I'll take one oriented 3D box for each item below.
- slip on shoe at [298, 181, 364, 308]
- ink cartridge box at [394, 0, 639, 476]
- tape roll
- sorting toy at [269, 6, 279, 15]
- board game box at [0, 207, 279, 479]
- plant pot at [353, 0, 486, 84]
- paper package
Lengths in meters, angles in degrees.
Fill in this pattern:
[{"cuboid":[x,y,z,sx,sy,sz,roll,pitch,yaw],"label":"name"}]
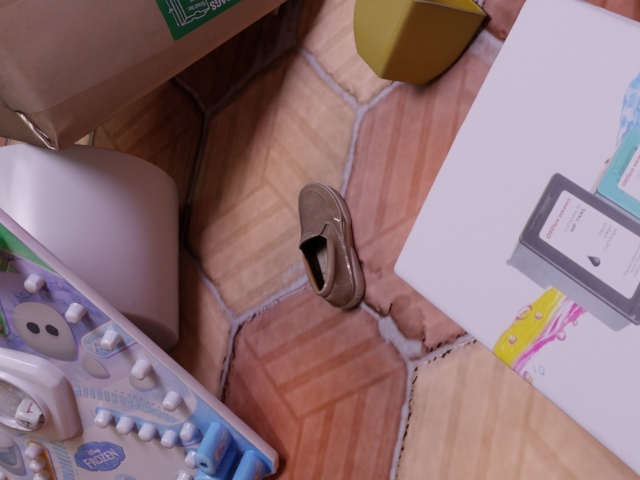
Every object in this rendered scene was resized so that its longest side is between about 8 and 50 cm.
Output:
[{"cuboid":[0.000,0.000,1.009,0.051,0.041,0.135,-40,51,35],"label":"slip on shoe"},{"cuboid":[0.220,0.011,0.623,0.270,0.198,0.197,41,110,49],"label":"ink cartridge box"},{"cuboid":[-0.267,0.026,1.159,0.246,0.246,0.169,-24,62,44],"label":"tape roll"},{"cuboid":[-0.044,-0.280,1.175,0.062,0.012,0.083,35,108,53],"label":"sorting toy"},{"cuboid":[-0.295,0.153,1.062,0.390,0.390,0.050,-28,25,42],"label":"board game box"},{"cuboid":[0.074,-0.180,0.954,0.081,0.081,0.083,56,131,43],"label":"plant pot"},{"cuboid":[-0.225,-0.248,1.117,0.325,0.168,0.309,-38,29,-22],"label":"paper package"}]
